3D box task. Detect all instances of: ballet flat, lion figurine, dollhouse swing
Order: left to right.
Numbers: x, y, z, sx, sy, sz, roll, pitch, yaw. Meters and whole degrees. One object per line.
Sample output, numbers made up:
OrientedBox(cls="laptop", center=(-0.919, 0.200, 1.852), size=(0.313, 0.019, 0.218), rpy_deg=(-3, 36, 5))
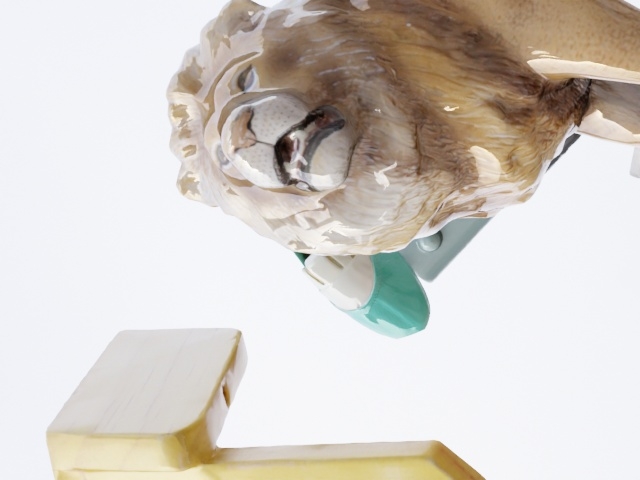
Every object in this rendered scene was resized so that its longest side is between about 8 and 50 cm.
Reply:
OrientedBox(cls="dollhouse swing", center=(-0.001, 0.246, 1.053), size=(0.315, 0.305, 0.346), rpy_deg=(-69, -31, -74))
OrientedBox(cls="ballet flat", center=(0.000, 0.000, 1.317), size=(0.087, 0.083, 0.247), rpy_deg=(-6, -128, -54))
OrientedBox(cls="lion figurine", center=(0.101, -0.160, 0.608), size=(0.392, 0.240, 0.142), rpy_deg=(-67, -22, -5))

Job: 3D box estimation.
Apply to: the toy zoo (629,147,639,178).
OrientedBox(cls="toy zoo", center=(0.389, -0.035, 0.987), size=(0.192, 0.293, 0.030), rpy_deg=(-24, -52, -46))

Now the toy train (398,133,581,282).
OrientedBox(cls="toy train", center=(0.144, -0.073, 1.577), size=(0.142, 0.334, 0.190), rpy_deg=(41, -170, -18))
